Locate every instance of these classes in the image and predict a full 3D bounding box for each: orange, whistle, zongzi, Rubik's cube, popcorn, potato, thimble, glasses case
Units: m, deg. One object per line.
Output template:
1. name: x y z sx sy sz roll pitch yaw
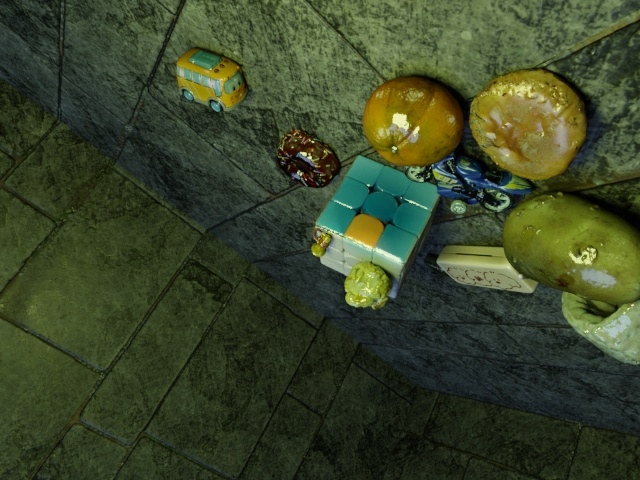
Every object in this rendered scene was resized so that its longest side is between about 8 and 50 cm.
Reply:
1. orange: 0.214 -0.273 1.106 0.240 0.171 0.240 24 156 12
2. whistle: 0.004 -0.001 1.359 0.046 0.057 0.109 -10 156 -18
3. zongzi: 0.447 0.100 1.770 0.104 0.052 0.113 27 172 28
4. Rubik's cube: 0.179 -0.038 1.480 0.290 0.292 0.291 24 157 14
5. popcorn: 0.138 0.128 1.351 0.136 0.162 0.142 57 150 38
6. potato: 0.599 0.012 1.105 0.269 0.219 0.359 42 178 -19
7. thimble: 0.771 0.157 1.167 0.195 0.292 0.291 31 158 -5
8. glasses case: 0.537 0.088 1.520 0.144 0.076 0.336 41 164 -20

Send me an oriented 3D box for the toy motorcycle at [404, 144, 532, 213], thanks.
1. toy motorcycle: 0.381 -0.165 1.216 0.315 0.113 0.169 20 148 2

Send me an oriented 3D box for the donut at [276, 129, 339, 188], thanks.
1. donut: -0.051 -0.261 1.567 0.235 0.089 0.235 26 159 11

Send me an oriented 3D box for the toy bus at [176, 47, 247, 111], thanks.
1. toy bus: -0.327 -0.487 1.396 0.209 0.126 0.136 24 148 15

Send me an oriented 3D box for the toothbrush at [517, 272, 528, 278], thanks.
1. toothbrush: 0.630 0.097 1.348 0.288 0.021 0.024 1 166 -44

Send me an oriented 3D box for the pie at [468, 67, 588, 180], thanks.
1. pie: 0.439 -0.241 1.010 0.273 0.069 0.273 34 151 22
